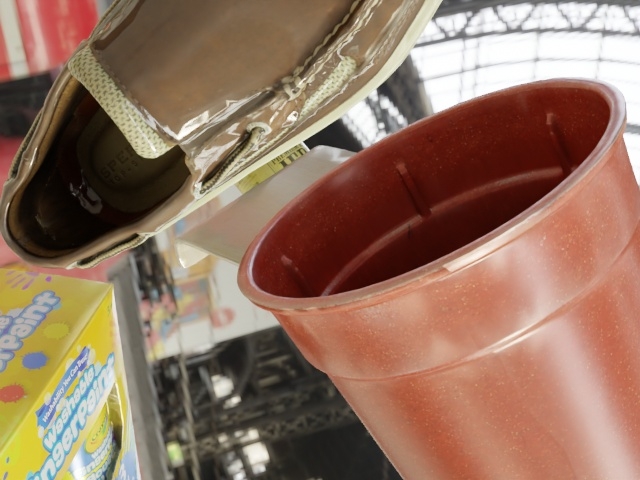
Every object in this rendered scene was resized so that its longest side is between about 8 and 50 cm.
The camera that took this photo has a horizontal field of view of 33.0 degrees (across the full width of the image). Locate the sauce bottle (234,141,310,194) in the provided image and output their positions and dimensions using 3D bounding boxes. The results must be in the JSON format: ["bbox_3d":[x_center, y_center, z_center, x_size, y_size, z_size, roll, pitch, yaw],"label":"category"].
[{"bbox_3d":[-0.068,-0.100,1.453,0.344,0.111,0.111,49,-20,3],"label":"sauce bottle"}]

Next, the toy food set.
[{"bbox_3d":[0.000,0.000,1.191,0.306,0.220,0.092,18,-44,52],"label":"toy food set"}]

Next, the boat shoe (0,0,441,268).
[{"bbox_3d":[-0.043,-0.062,0.401,0.095,0.095,0.257,47,-49,1],"label":"boat shoe"}]

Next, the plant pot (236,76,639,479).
[{"bbox_3d":[0.126,0.070,0.737,0.265,0.272,0.272,60,-12,-19],"label":"plant pot"}]

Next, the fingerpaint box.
[{"bbox_3d":[-0.361,0.310,1.205,0.444,0.163,0.371,-66,159,-54],"label":"fingerpaint box"}]
